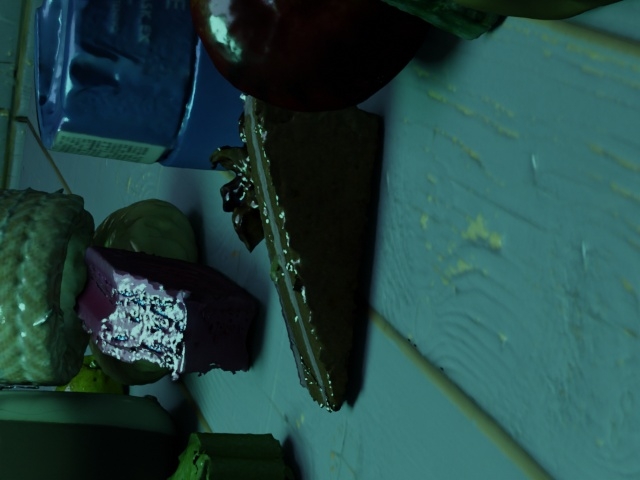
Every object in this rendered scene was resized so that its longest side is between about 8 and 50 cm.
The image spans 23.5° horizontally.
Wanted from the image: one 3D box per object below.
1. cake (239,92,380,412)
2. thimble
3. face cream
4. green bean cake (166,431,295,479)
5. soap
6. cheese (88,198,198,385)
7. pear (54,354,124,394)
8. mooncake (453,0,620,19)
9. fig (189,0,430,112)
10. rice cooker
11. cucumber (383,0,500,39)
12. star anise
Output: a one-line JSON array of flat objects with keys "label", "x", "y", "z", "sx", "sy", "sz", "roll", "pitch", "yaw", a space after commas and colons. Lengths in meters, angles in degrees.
[{"label": "cake", "x": 0.000, "y": 0.000, "z": 1.356, "sx": 0.116, "sy": 0.113, "sz": 0.295, "roll": -165, "pitch": 68, "yaw": -76}, {"label": "thimble", "x": -0.349, "y": 0.059, "z": 1.821, "sx": 0.196, "sy": 0.148, "sz": 0.229, "roll": 85, "pitch": -169, "yaw": -53}, {"label": "face cream", "x": -0.199, "y": -0.209, "z": 1.744, "sx": 0.249, "sy": 0.225, "sz": 0.248, "roll": -176, "pitch": 90, "yaw": -70}, {"label": "green bean cake", "x": -0.092, "y": 0.308, "z": 1.467, "sx": 0.200, "sy": 0.113, "sz": 0.214, "roll": -103, "pitch": 27, "yaw": -44}, {"label": "soap", "x": -0.164, "y": 0.082, "z": 1.674, "sx": 0.250, "sy": 0.162, "sz": 0.099, "roll": -152, "pitch": 75, "yaw": -68}, {"label": "cheese", "x": -0.216, "y": 0.065, "z": 1.902, "sx": 0.214, "sy": 0.117, "sz": 0.225, "roll": 158, "pitch": 111, "yaw": -65}, {"label": "pear", "x": -0.330, "y": 0.227, "z": 2.188, "sx": 0.107, "sy": 0.107, "sz": 0.131, "roll": -124, "pitch": 36, "yaw": -62}, {"label": "mooncake", "x": 0.140, "y": -0.253, "z": 0.948, "sx": 0.235, "sy": 0.117, "sz": 0.234, "roll": -177, "pitch": 90, "yaw": -73}, {"label": "fig", "x": 0.013, "y": -0.197, "z": 1.256, "sx": 0.203, "sy": 0.186, "sz": 0.249, "roll": -52, "pitch": -17, "yaw": 10}, {"label": "rice cooker", "x": -0.333, "y": 0.347, "z": 1.840, "sx": 0.335, "sy": 0.335, "sz": 0.325, "roll": 153, "pitch": 120, "yaw": -68}, {"label": "cucumber", "x": 0.032, "y": -0.236, "z": 1.073, "sx": 0.063, "sy": 0.244, "sz": 0.115, "roll": 5, "pitch": 78, "yaw": 67}, {"label": "star anise", "x": -0.064, "y": -0.072, "z": 1.578, "sx": 0.168, "sy": 0.057, "sz": 0.167, "roll": -10, "pitch": 78, "yaw": 61}]
